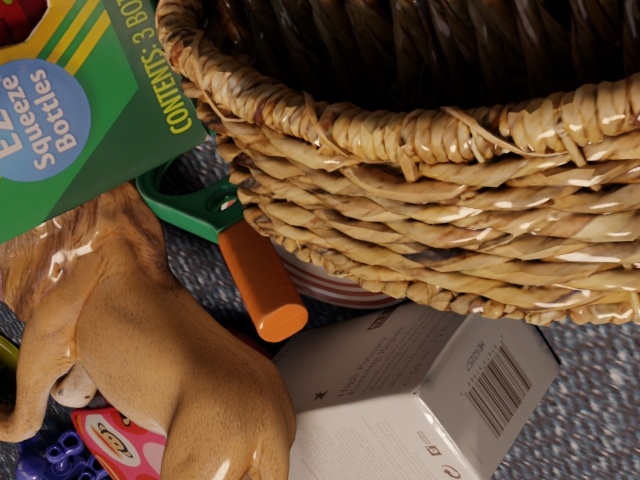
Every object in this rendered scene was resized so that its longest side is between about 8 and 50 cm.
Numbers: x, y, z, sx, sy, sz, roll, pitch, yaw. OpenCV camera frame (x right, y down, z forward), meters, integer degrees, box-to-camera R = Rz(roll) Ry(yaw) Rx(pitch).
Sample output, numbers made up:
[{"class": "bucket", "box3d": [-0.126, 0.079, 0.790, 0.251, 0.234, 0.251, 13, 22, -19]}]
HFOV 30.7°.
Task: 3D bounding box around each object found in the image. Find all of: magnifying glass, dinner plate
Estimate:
[{"class": "magnifying glass", "box3d": [-0.056, -0.017, 0.709, 0.026, 0.092, 0.231, 61, 179, -40]}, {"class": "dinner plate", "box3d": [0.000, 0.000, 0.789, 0.141, 0.017, 0.141, 20, 150, 12]}]

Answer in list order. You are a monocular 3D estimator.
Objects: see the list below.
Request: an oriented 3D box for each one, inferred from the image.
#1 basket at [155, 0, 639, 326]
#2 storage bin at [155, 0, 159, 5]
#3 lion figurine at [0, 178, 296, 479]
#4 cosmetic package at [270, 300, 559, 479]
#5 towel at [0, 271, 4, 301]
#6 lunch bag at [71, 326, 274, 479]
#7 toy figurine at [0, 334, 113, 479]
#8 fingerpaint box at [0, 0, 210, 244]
[{"class": "basket", "box3d": [0.073, -0.113, 0.462, 0.299, 0.213, 0.223, 8, 132, 38]}, {"class": "storage bin", "box3d": [-0.020, -0.111, 0.662, 0.091, 0.098, 0.135, -9, 120, 35]}, {"class": "lion figurine", "box3d": [-0.113, 0.084, 0.791, 0.392, 0.142, 0.240, 37, 119, 22]}, {"class": "cosmetic package", "box3d": [0.038, 0.110, 0.801, 0.231, 0.117, 0.085, -19, 112, 49]}, {"class": "towel", "box3d": [-0.369, -0.076, 1.063, 0.237, 0.037, 0.329, 5, 129, 39]}, {"class": "lunch bag", "box3d": [-0.078, 0.220, 1.014, 0.258, 0.120, 0.293, -17, 114, 50]}, {"class": "toy figurine", "box3d": [-0.291, 0.276, 1.225, 0.363, 0.191, 0.217, 33, 148, 15]}, {"class": "fingerpaint box", "box3d": [-0.316, -0.176, 0.574, 0.163, 0.371, 0.444, 26, 140, 62]}]
